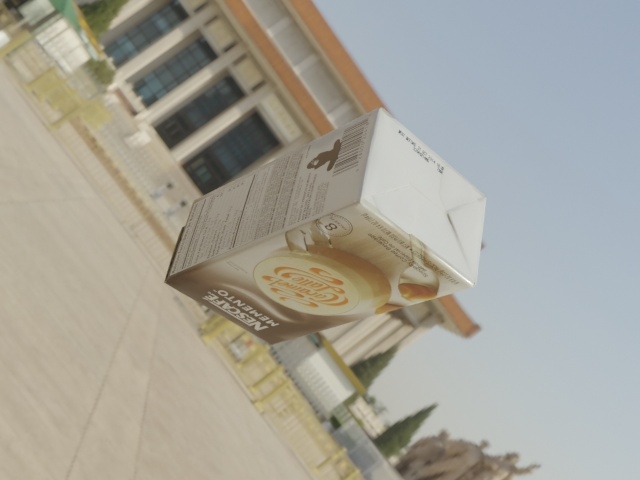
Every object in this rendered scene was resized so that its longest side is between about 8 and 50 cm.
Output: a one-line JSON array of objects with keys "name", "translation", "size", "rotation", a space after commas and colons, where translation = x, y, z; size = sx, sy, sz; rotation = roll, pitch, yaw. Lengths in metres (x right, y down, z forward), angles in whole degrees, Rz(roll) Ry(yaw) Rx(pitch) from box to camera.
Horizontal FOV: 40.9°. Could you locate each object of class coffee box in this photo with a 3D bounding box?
[{"name": "coffee box", "translation": [0.000, 0.000, 0.749], "size": [0.141, 0.098, 0.247], "rotation": [35, -38, -31]}]
